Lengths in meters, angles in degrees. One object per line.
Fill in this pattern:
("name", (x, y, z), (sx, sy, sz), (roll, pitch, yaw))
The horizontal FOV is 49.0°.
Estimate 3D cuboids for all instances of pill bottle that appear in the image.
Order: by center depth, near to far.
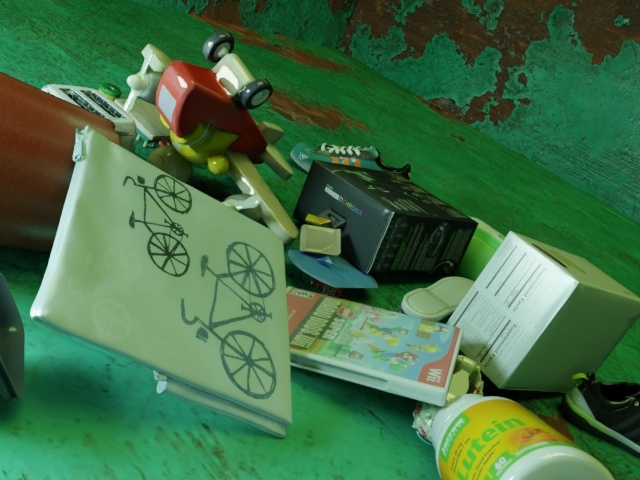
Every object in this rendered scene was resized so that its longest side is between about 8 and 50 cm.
("pill bottle", (0.210, 0.257, 0.790), (0.136, 0.136, 0.246), (19, 2, -11))

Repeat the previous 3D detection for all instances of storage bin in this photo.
("storage bin", (-0.357, 0.111, 0.710), (0.091, 0.098, 0.135), (-14, 35, -13))

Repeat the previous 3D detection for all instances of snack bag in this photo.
("snack bag", (-0.171, 0.046, 0.853), (0.343, 0.037, 0.323), (31, 36, -32))

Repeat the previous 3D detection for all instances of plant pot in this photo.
("plant pot", (-0.424, -0.101, 0.912), (0.265, 0.272, 0.272), (17, 22, -37))

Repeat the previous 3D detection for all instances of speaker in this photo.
("speaker", (0.370, 0.067, 1.426), (0.131, 0.131, 0.296), (0, 32, -44))

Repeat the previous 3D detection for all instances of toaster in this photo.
("toaster", (-0.401, -0.164, 1.180), (0.227, 0.146, 0.129), (38, 28, 31))

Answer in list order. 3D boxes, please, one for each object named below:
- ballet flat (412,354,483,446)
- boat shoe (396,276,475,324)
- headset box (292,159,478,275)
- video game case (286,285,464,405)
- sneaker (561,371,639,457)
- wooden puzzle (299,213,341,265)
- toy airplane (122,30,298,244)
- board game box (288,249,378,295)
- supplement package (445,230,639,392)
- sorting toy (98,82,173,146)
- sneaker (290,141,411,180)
("ballet flat", (0.197, 0.213, 1.012), (0.091, 0.077, 0.241), (27, 23, 10))
("boat shoe", (0.217, 0.127, 1.215), (0.095, 0.079, 0.255), (39, 30, 28))
("headset box", (0.121, -0.044, 1.396), (0.283, 0.131, 0.246), (4, 25, -44))
("video game case", (0.052, 0.141, 1.005), (0.285, 0.025, 0.204), (13, 20, 14))
("sneaker", (0.505, 0.281, 1.124), (0.235, 0.097, 0.084), (22, 23, -4))
("wooden puzzle", (0.000, 0.000, 1.257), (0.079, 0.014, 0.116), (10, 44, 2))
("toy airplane", (-0.206, -0.188, 1.334), (0.384, 0.272, 0.386), (55, -3, -30))
("board game box", (0.015, 0.063, 1.227), (0.169, 0.033, 0.133), (5, 23, -47))
("supplement package", (0.371, 0.126, 1.152), (0.262, 0.204, 0.145), (14, 23, -44))
("sorting toy", (-0.354, -0.241, 1.504), (0.274, 0.046, 0.132), (42, 28, 19))
("sneaker", (0.080, -0.194, 1.728), (0.302, 0.121, 0.108), (23, 23, -1))
